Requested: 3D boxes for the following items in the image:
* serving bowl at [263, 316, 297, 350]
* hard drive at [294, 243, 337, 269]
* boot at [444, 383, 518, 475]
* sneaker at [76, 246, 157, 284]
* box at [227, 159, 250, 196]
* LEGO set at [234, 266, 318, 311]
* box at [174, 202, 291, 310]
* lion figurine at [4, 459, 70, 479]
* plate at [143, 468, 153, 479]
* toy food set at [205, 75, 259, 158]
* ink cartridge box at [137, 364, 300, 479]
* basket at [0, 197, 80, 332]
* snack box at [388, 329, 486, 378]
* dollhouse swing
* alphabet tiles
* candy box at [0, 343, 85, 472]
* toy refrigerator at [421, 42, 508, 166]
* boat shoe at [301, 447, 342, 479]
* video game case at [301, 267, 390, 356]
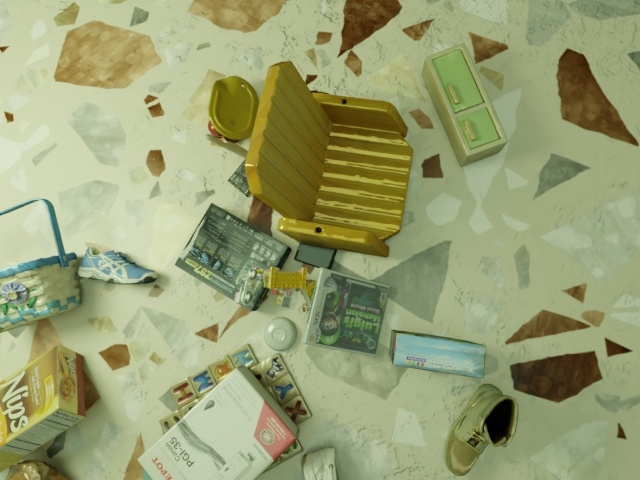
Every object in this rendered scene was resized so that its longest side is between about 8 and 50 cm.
[{"bbox_3d":[-0.100,0.229,1.068,0.083,0.027,0.083,-1,82,7],"label":"serving bowl"},{"bbox_3d":[0.000,0.000,1.093,0.094,0.022,0.135,19,84,9],"label":"hard drive"},{"bbox_3d":[0.335,0.410,0.919,0.077,0.165,0.213,29,84,11],"label":"boot"},{"bbox_3d":[-0.517,0.067,1.114,0.211,0.080,0.081,8,86,7],"label":"sneaker"},{"bbox_3d":[-0.191,-0.166,1.142,0.067,0.018,0.083,38,87,11],"label":"box"},{"bbox_3d":[-0.070,0.128,1.017,0.287,0.107,0.132,31,74,-34],"label":"LEGO set"},{"bbox_3d":[-0.216,0.041,1.094,0.233,0.059,0.183,29,85,9],"label":"box"},{"bbox_3d":[-0.556,0.661,1.018,0.392,0.142,0.240,12,75,-6],"label":"lion figurine"},{"bbox_3d":[-0.335,0.558,1.036,0.188,0.024,0.188,-1,80,6],"label":"plate"},{"bbox_3d":[-0.237,-0.316,1.136,0.128,0.071,0.218,16,70,-28],"label":"toy food set"},{"bbox_3d":[-0.218,0.455,0.977,0.283,0.117,0.207,-42,80,-8],"label":"ink cartridge box"},{"bbox_3d":[-0.740,0.063,1.078,0.255,0.201,0.289,-19,90,4],"label":"basket"},{"bbox_3d":[0.239,0.237,0.936,0.174,0.207,0.070,7,82,8],"label":"snack box"},{"bbox_3d":[0.045,-0.182,0.960,0.315,0.305,0.347,10,76,8],"label":"dollhouse swing"},{"bbox_3d":[-0.208,0.430,1.058,0.342,0.011,0.285,-30,80,2],"label":"alphabet tiles"},{"bbox_3d":[-0.722,0.415,1.044,0.316,0.087,0.183,-34,49,1],"label":"candy box"},{"bbox_3d":[0.346,-0.330,1.067,0.102,0.094,0.269,-19,80,3],"label":"toy refrigerator"},{"bbox_3d":[0.045,0.600,0.959,0.096,0.098,0.277,-21,78,4],"label":"boat shoe"},{"bbox_3d":[0.063,0.168,1.013,0.190,0.022,0.173,17,83,-24],"label":"video game case"}]
